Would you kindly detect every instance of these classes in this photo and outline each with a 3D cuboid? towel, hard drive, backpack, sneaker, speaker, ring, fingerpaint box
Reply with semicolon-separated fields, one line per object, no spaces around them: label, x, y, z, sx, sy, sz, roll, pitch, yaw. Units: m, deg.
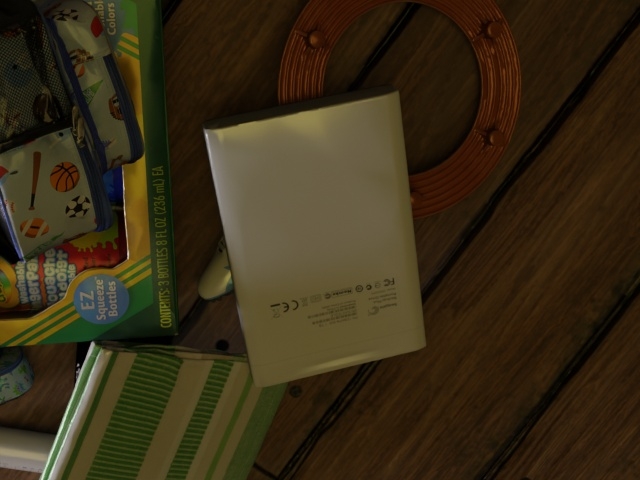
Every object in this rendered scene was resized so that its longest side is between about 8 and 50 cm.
towel;-0.193;0.241;1.373;0.325;0.038;0.247;10;108;-46
hard drive;0.000;0.000;1.319;0.233;0.047;0.353;-12;116;-8
backpack;-0.301;-0.118;1.066;0.213;0.276;0.263;-15;112;-19
backpack;-0.432;0.174;1.367;0.114;0.105;0.084;-19;109;-8
sneaker;-0.087;-0.025;1.368;0.086;0.085;0.237;37;92;-27
speaker;-0.392;0.282;1.430;0.136;0.055;0.055;11;104;-11
ring;0.110;-0.189;1.341;0.337;0.032;0.336;-4;101;-19
fingerpaint box;-0.364;-0.104;1.265;0.371;0.163;0.444;-2;106;-8

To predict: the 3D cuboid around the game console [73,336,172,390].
game console;-0.266;0.165;1.437;0.107;0.071;0.122;-5;110;-38
